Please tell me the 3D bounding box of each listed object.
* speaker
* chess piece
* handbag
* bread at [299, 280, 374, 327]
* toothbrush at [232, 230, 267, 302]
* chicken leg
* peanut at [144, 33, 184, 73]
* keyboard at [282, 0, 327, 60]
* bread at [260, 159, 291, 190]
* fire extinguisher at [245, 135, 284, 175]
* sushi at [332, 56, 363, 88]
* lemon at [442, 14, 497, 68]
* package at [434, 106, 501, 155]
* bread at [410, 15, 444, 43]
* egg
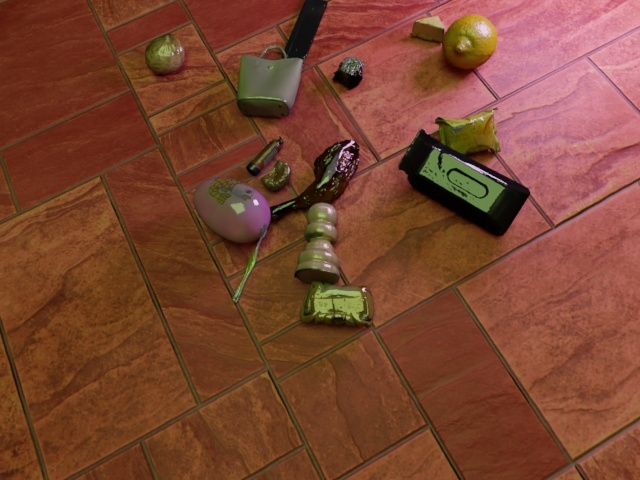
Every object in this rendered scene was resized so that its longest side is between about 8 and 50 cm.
[{"bbox_3d":[0.450,-0.181,1.494,0.388,0.184,0.180,32,97,13],"label":"speaker"},{"bbox_3d":[0.000,0.000,1.506,0.142,0.143,0.261,3,67,5],"label":"chess piece"},{"bbox_3d":[-0.188,-0.610,1.744,0.241,0.109,0.315,5,72,3],"label":"handbag"},{"bbox_3d":[0.053,0.199,1.454,0.225,0.081,0.134,5,73,7],"label":"bread"},{"bbox_3d":[-0.229,0.079,1.543,0.022,0.026,0.263,17,72,16],"label":"toothbrush"},{"bbox_3d":[-0.007,-0.190,1.596,0.407,0.096,0.158,-44,69,-9],"label":"chicken leg"},{"bbox_3d":[-0.592,-0.707,1.808,0.159,0.109,0.140,-34,61,3],"label":"peanut"},{"bbox_3d":[-0.062,-0.835,1.869,0.100,0.018,0.310,16,72,8],"label":"keyboard"},{"bbox_3d":[-0.144,-0.215,1.628,0.082,0.060,0.113,41,79,16],"label":"bread"},{"bbox_3d":[-0.188,-0.305,1.671,0.177,0.050,0.062,-49,36,-14],"label":"fire extinguisher"},{"bbox_3d":[0.106,-0.621,1.748,0.098,0.084,0.094,29,72,10],"label":"sushi"},{"bbox_3d":[0.537,-0.713,1.707,0.187,0.187,0.244,38,45,15],"label":"lemon"},{"bbox_3d":[0.505,-0.358,1.608,0.226,0.090,0.168,-15,109,-3],"label":"package"},{"bbox_3d":[0.404,-0.789,1.790,0.109,0.084,0.080,-13,68,-2],"label":"bread"},{"bbox_3d":[-0.289,-0.099,1.526,0.271,0.196,0.196,15,71,17],"label":"egg"}]
